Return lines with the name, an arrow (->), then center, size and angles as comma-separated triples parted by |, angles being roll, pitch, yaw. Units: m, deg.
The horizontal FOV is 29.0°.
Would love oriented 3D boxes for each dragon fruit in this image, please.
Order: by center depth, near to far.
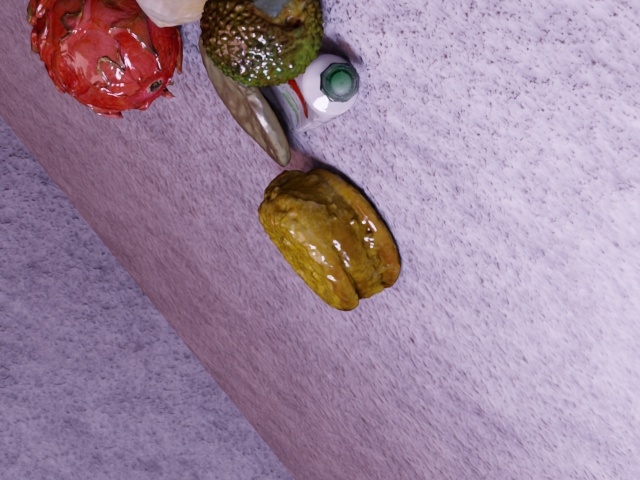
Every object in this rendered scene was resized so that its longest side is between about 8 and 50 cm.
dragon fruit -> -0.342, -0.322, 1.966 | 0.252, 0.241, 0.241 | 29, 152, 30

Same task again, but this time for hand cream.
hand cream -> -0.023, -0.204, 1.709 | 0.121, 0.076, 0.336 | 58, 167, -11

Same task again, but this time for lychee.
lychee -> -0.077, -0.266, 1.559 | 0.171, 0.171, 0.171 | 44, 159, 21

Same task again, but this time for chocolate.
chocolate -> -0.177, -0.374, 1.645 | 0.134, 0.134, 0.309 | 53, 159, -2

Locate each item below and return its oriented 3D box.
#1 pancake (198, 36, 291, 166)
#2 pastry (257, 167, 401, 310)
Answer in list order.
pancake -> -0.114, -0.216, 1.875 | 0.236, 0.042, 0.222 | 48, 170, 38
pastry -> 0.000, 0.000, 1.893 | 0.235, 0.132, 0.240 | 12, 136, 60
